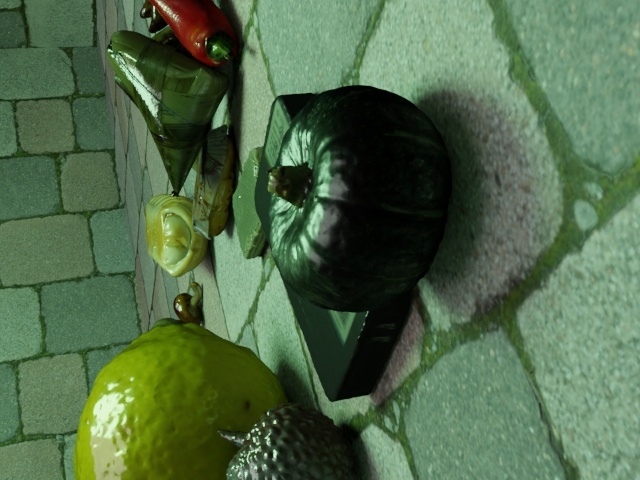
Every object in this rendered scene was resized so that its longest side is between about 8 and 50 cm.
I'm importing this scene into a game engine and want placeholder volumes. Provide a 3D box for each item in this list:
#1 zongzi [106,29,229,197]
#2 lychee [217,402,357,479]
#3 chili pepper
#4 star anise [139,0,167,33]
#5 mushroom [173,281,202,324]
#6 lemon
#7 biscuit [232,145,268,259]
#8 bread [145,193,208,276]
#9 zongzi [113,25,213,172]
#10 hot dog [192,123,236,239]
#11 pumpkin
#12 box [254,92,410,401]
[{"bbox_3d":[-0.297,-0.229,1.320,0.242,0.220,0.112,-66,-13,21],"label":"zongzi"},{"bbox_3d":[-0.048,0.285,0.954,0.197,0.165,0.165,31,142,10],"label":"lychee"},{"bbox_3d":[-0.248,-0.403,1.270,0.368,0.137,0.092,45,105,16],"label":"chili pepper"},{"bbox_3d":[-0.266,-0.514,1.438,0.271,0.102,0.272,-15,69,45],"label":"star anise"},{"bbox_3d":[-0.329,0.154,1.848,0.088,0.072,0.130,-69,-13,-63],"label":"mushroom"},{"bbox_3d":[-0.207,0.307,1.147,0.350,0.349,0.388,142,115,-67],"label":"lemon"},{"bbox_3d":[-0.106,-0.057,1.201,0.199,0.040,0.121,124,137,-62],"label":"biscuit"},{"bbox_3d":[-0.340,-0.024,1.741,0.311,0.121,0.173,-156,64,-67],"label":"bread"},{"bbox_3d":[-0.251,-0.269,1.476,0.273,0.145,0.300,-6,119,55],"label":"zongzi"},{"bbox_3d":[-0.205,-0.107,1.427,0.131,0.069,0.253,-103,21,-43],"label":"hot dog"},{"bbox_3d":[0.026,-0.039,0.669,0.211,0.152,0.212,2,93,58],"label":"pumpkin"},{"bbox_3d":[0.000,0.000,0.904,0.211,0.058,0.350,108,148,-46],"label":"box"}]
